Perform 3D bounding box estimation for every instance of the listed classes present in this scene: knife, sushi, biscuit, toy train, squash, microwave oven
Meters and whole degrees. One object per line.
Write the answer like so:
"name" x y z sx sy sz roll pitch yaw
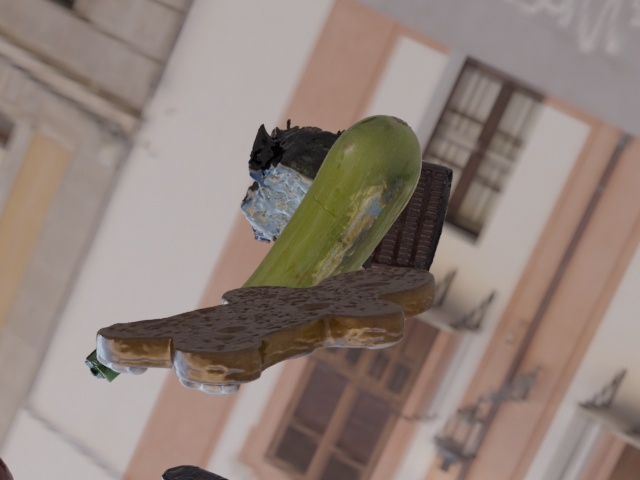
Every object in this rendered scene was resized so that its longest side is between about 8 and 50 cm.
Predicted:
"knife" -0.080 0.194 1.215 0.031 0.018 0.121 -22 -161 -35
"sushi" -0.031 -0.082 2.088 0.147 0.115 0.212 25 155 -5
"biscuit" -0.013 0.047 0.885 0.138 0.031 0.205 5 -164 45
"toy train" -0.281 0.156 2.210 0.038 0.093 0.056 55 163 -20
"squash" 0.000 0.000 1.362 0.083 0.250 0.083 37 -175 -3
"microwave oven" 0.049 -0.052 2.334 0.188 0.178 0.247 13 -178 -45

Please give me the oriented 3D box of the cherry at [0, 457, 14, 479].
"cherry" -0.308 0.213 1.306 0.090 0.107 0.225 33 168 10
